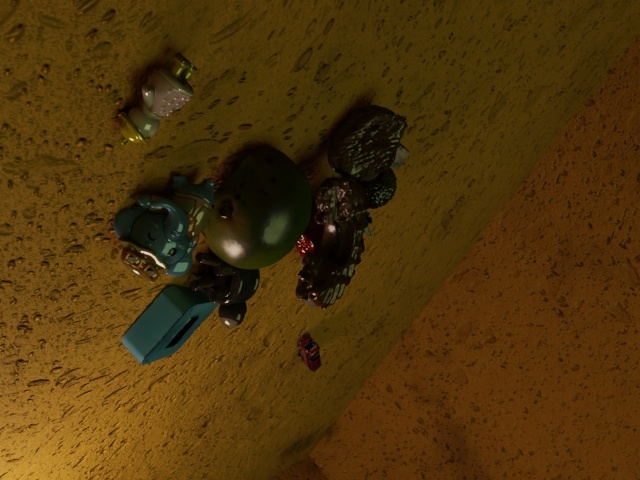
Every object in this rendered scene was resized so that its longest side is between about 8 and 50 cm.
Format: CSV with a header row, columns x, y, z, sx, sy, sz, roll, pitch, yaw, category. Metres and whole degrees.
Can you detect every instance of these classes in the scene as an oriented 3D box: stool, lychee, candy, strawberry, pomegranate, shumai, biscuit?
x,y,z,sx,sy,sz,roll,pitch,yaw,category
-0.252,0.116,1.719,0.153,0.228,0.139,-27,167,35,stool
0.160,-0.169,1.984,0.171,0.171,0.171,-36,154,-21,lychee
0.206,-0.283,1.950,0.073,0.092,0.160,-50,154,12,candy
0.000,0.000,1.991,0.336,0.149,0.265,43,59,-47,strawberry
-0.123,-0.062,1.625,0.310,0.216,0.358,-57,154,17,pomegranate
0.125,-0.277,1.800,0.218,0.184,0.185,-63,-172,10,shumai
0.041,0.007,1.772,0.268,0.115,0.366,6,99,-70,biscuit

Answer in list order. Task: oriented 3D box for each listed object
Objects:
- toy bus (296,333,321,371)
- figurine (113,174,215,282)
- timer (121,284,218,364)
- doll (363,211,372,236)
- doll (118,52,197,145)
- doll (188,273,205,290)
x,y,z,sx,sy,sz,roll,pitch,yaw,category
-0.044,0.484,2.744,0.073,0.096,0.235,-39,156,-19,toy bus
-0.348,-0.038,1.427,0.180,0.154,0.262,25,91,-55,figurine
-0.419,0.235,1.826,0.232,0.091,0.250,-49,167,5,timer
0.102,-0.068,1.950,0.195,0.070,0.096,41,81,-38,doll
-0.308,-0.256,1.198,0.207,0.081,0.129,-47,168,10,doll
-0.332,0.117,1.788,0.085,0.040,0.058,-17,131,-54,doll
